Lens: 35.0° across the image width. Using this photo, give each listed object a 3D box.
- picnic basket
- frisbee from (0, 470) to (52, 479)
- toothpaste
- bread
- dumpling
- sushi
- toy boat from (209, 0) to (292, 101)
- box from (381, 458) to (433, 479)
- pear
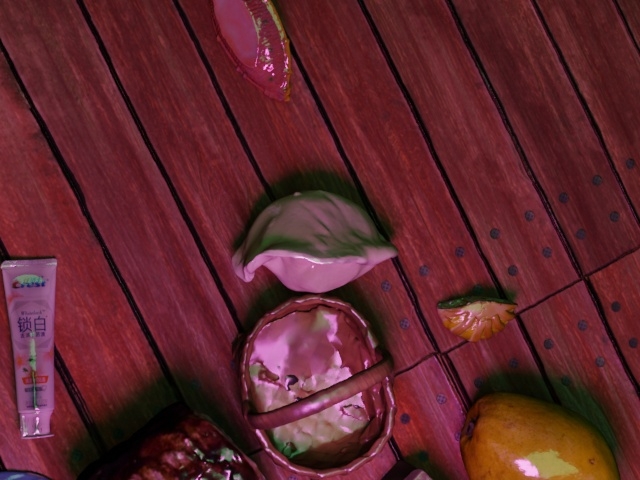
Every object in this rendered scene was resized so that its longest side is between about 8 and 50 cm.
[{"bbox_3d":[0.001,0.264,1.812,0.293,0.337,0.337,-22,91,-11],"label":"picnic basket"},{"bbox_3d":[-0.562,0.560,1.823,0.290,0.049,0.289,1,87,-11],"label":"frisbee"},{"bbox_3d":[-0.522,0.194,1.847,0.100,0.066,0.323,-3,83,-15],"label":"toothpaste"},{"bbox_3d":[0.305,0.154,2.000,0.157,0.083,0.094,11,97,-11],"label":"bread"},{"bbox_3d":[0.000,0.000,1.861,0.318,0.243,0.187,-7,94,-12],"label":"dumpling"},{"bbox_3d":[-0.257,0.453,1.753,0.294,0.281,0.299,-39,62,-17],"label":"sushi"},{"bbox_3d":[-0.138,-0.410,1.935,0.141,0.099,0.317,-22,92,30],"label":"toy boat"},{"bbox_3d":[0.143,0.550,1.907,0.155,0.149,0.231,44,80,-6],"label":"box"},{"bbox_3d":[0.407,0.419,1.914,0.307,0.253,0.252,28,82,-7],"label":"pear"}]
